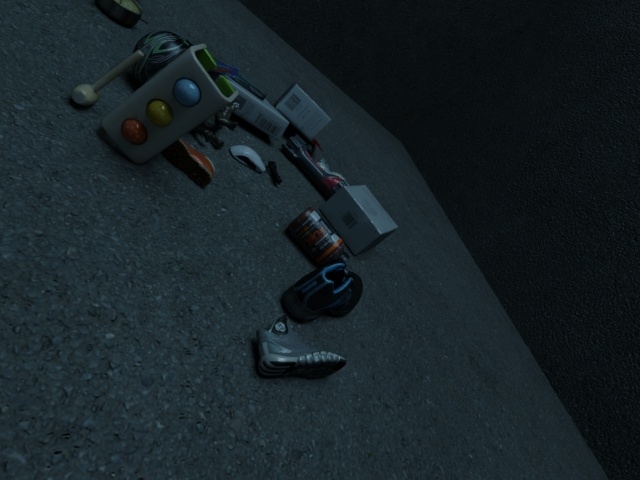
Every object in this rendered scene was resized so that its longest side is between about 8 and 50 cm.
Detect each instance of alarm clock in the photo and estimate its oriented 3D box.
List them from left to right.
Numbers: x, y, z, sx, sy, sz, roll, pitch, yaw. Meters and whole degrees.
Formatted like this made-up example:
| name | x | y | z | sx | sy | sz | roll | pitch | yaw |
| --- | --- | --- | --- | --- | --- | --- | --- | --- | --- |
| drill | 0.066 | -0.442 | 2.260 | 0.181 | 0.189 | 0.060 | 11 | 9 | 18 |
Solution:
| name | x | y | z | sx | sy | sz | roll | pitch | yaw |
| --- | --- | --- | --- | --- | --- | --- | --- | --- | --- |
| alarm clock | -0.654 | -0.750 | 1.260 | 0.129 | 0.064 | 0.192 | 56 | 24 | 15 |

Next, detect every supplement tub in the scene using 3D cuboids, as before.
| name | x | y | z | sx | sy | sz | roll | pitch | yaw |
| --- | --- | --- | --- | --- | --- | --- | --- | --- | --- |
| supplement tub | 0.000 | 0.000 | 1.208 | 0.198 | 0.106 | 0.106 | 47 | 26 | -2 |

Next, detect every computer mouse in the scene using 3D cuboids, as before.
| name | x | y | z | sx | sy | sz | roll | pitch | yaw |
| --- | --- | --- | --- | --- | --- | --- | --- | --- | --- |
| computer mouse | -0.207 | -0.261 | 1.313 | 0.193 | 0.042 | 0.106 | 26 | 35 | -39 |

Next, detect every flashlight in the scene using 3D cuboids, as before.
| name | x | y | z | sx | sy | sz | roll | pitch | yaw |
| --- | --- | --- | --- | --- | --- | --- | --- | --- | --- |
| flashlight | -0.015 | -0.289 | 1.590 | 0.304 | 0.103 | 0.103 | 48 | -1 | 1 |

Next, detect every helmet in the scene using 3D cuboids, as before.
| name | x | y | z | sx | sy | sz | roll | pitch | yaw |
| --- | --- | --- | --- | --- | --- | --- | --- | --- | --- |
| helmet | -0.437 | -0.493 | 1.114 | 0.169 | 0.169 | 0.162 | 52 | 34 | 7 |

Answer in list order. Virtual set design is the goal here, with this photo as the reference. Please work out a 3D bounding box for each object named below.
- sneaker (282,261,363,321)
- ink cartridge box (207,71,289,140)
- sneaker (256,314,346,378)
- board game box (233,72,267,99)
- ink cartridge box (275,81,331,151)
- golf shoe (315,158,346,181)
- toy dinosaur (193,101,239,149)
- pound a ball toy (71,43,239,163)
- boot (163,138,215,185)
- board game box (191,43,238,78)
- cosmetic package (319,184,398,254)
| name | x | y | z | sx | sy | sz | roll | pitch | yaw |
| --- | --- | --- | --- | --- | --- | --- | --- | --- | --- |
| sneaker | 0.050 | 0.128 | 1.072 | 0.125 | 0.140 | 0.341 | 53 | 24 | 15 |
| ink cartridge box | -0.320 | -0.558 | 1.539 | 0.308 | 0.091 | 0.385 | 24 | 18 | -40 |
| sneaker | -0.043 | 0.221 | 0.867 | 0.229 | 0.086 | 0.132 | 20 | 36 | -43 |
| board game box | -0.288 | -0.601 | 1.518 | 0.186 | 0.026 | 0.126 | 32 | 15 | -18 |
| ink cartridge box | -0.058 | -0.552 | 1.771 | 0.272 | 0.130 | 0.309 | 41 | 14 | -20 |
| golf shoe | 0.037 | -0.260 | 1.692 | 0.176 | 0.069 | 0.086 | 36 | 48 | -18 |
| toy dinosaur | -0.356 | -0.366 | 1.180 | 0.160 | 0.121 | 0.314 | 44 | 28 | 17 |
| pound a ball toy | -0.372 | -0.308 | 0.862 | 0.208 | 0.319 | 0.135 | 55 | 22 | -25 |
| boot | -0.340 | -0.216 | 1.036 | 0.158 | 0.059 | 0.084 | 48 | 21 | -22 |
| board game box | -0.391 | -0.612 | 1.340 | 0.201 | 0.035 | 0.136 | 38 | 25 | 25 |
| cosmetic package | 0.151 | -0.085 | 1.521 | 0.224 | 0.138 | 0.225 | 54 | 27 | 10 |
